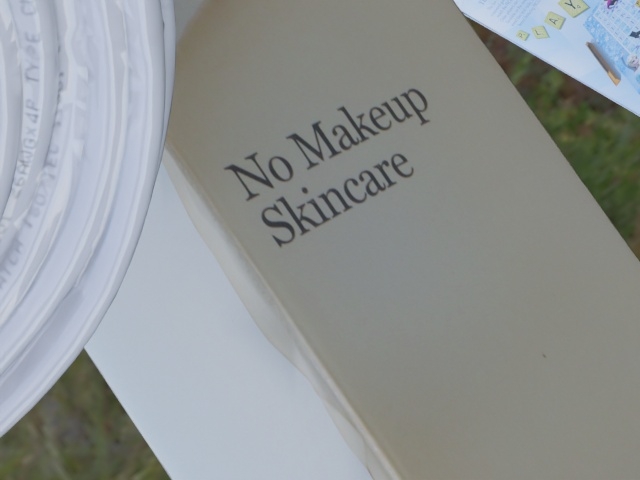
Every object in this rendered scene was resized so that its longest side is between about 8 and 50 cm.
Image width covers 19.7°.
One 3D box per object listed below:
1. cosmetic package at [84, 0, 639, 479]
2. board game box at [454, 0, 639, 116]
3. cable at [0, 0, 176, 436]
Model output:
[{"bbox_3d":[0.000,0.000,0.664,0.309,0.160,0.113,55,139,5],"label":"cosmetic package"},{"bbox_3d":[0.280,-0.261,1.592,0.318,0.066,0.318,30,142,-7],"label":"board game box"},{"bbox_3d":[-0.156,-0.034,0.371,0.089,0.257,0.257,-123,31,-44],"label":"cable"}]
